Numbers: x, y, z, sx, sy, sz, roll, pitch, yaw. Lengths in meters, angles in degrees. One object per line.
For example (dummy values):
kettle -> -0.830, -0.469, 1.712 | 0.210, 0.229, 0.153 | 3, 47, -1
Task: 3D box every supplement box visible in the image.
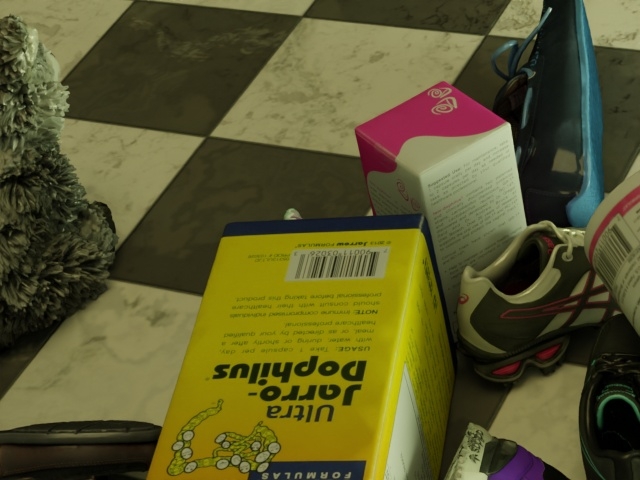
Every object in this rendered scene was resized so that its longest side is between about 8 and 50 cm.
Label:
supplement box -> 0.122, -0.023, 1.796 | 0.114, 0.220, 0.111 | -30, 41, -18
supplement box -> -0.007, 0.164, 1.629 | 0.195, 0.194, 0.356 | -3, 40, 15

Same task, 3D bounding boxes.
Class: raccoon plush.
raccoon plush -> -0.354, -0.030, 1.894 | 0.216, 0.299, 0.446 | -5, 40, 12

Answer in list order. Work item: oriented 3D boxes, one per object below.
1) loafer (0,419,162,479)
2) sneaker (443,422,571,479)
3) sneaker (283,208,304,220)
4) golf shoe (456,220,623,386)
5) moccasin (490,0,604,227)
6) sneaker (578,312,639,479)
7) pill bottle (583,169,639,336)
loafer -> -0.290, 0.221, 1.753 | 0.302, 0.095, 0.109 | -4, -1, 10
sneaker -> 0.156, 0.260, 1.506 | 0.146, 0.102, 0.293 | 24, 31, 1
sneaker -> 0.000, 0.000, 1.958 | 0.069, 0.038, 0.098 | -12, 48, 0
golf shoe -> 0.249, 0.031, 1.773 | 0.273, 0.120, 0.105 | -29, 39, -19
moccasin -> 0.235, -0.151, 1.987 | 0.117, 0.138, 0.342 | -8, 38, 15
sneaker -> 0.276, 0.144, 1.637 | 0.101, 0.106, 0.267 | -7, 38, 12
pill bottle -> 0.362, 0.070, 1.612 | 0.160, 0.160, 0.283 | -23, 58, -10
